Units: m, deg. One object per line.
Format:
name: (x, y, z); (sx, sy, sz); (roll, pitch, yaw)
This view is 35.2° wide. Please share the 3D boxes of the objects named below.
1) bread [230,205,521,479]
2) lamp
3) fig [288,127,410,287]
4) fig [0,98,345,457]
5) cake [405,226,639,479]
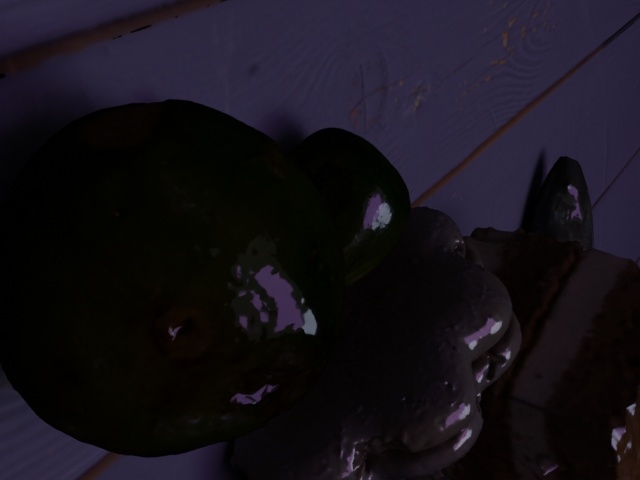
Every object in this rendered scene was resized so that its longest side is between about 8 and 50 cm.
bread: (0.068, 0.103, 0.883); (0.337, 0.183, 0.102); (-57, 137, -36)
lamp: (0.334, 0.006, 1.411); (0.101, 0.101, 0.250); (16, 82, -61)
fig: (0.000, 0.000, 0.812); (0.177, 0.117, 0.117); (-58, 147, -15)
fig: (-0.082, 0.005, 0.586); (0.245, 0.195, 0.195); (-87, 173, -63)
cake: (0.233, 0.168, 1.083); (0.282, 0.290, 0.256); (-50, 138, -41)
